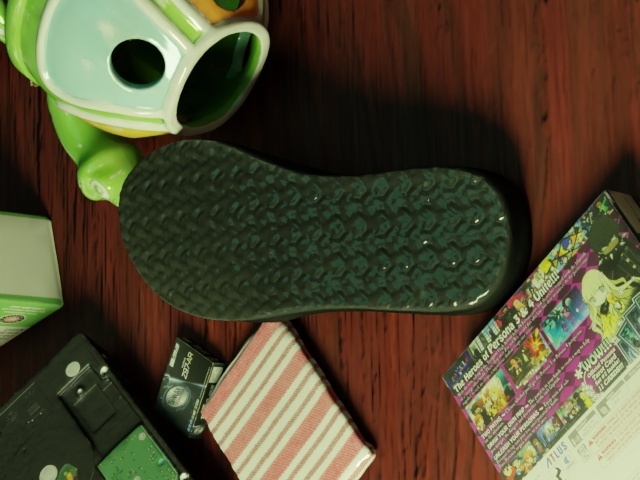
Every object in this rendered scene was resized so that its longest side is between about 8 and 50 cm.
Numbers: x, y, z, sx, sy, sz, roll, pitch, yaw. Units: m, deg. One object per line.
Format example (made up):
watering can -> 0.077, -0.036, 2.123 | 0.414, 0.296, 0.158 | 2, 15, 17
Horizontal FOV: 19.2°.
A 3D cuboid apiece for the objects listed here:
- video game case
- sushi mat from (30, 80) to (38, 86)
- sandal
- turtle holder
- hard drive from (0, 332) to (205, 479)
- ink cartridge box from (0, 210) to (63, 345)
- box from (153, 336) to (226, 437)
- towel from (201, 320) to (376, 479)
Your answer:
video game case -> 0.220, 0.114, 1.514 | 0.232, 0.042, 0.210 | -53, 51, 29
sushi mat -> -0.296, -0.340, 2.147 | 0.151, 0.019, 0.316 | -20, 71, 43
sandal -> 0.001, 0.003, 1.738 | 0.446, 0.107, 0.167 | 7, 89, 35
turtle holder -> -0.189, -0.195, 1.849 | 0.227, 0.243, 0.320 | 43, 100, 25
hard drive -> -0.235, 0.278, 1.899 | 0.237, 0.064, 0.339 | -45, 48, 0
ink cartridge box -> -0.454, 0.067, 2.127 | 0.278, 0.201, 0.117 | -31, 63, 41
box -> -0.132, 0.148, 1.906 | 0.067, 0.018, 0.083 | 32, 108, 44
towel -> -0.030, 0.180, 1.789 | 0.144, 0.029, 0.197 | -55, 52, 27
